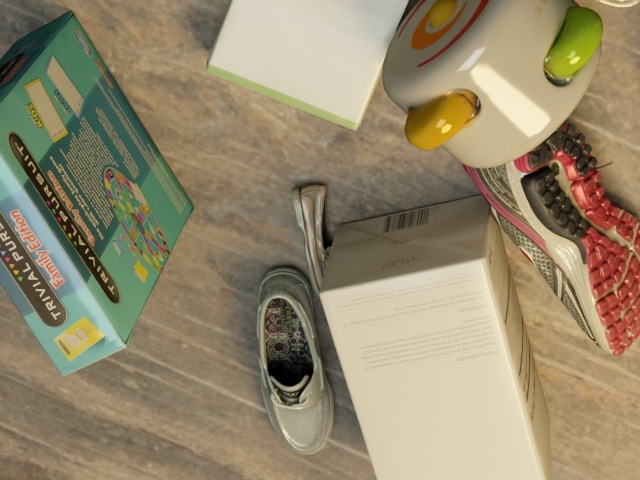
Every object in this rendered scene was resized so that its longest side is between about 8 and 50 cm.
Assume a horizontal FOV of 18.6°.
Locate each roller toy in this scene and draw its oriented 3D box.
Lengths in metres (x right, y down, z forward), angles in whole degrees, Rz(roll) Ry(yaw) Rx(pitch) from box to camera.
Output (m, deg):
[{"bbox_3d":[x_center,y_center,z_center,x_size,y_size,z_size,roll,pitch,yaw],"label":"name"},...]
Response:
[{"bbox_3d":[0.159,-0.180,1.891,0.146,0.191,0.209,40,102,-22],"label":"roller toy"}]

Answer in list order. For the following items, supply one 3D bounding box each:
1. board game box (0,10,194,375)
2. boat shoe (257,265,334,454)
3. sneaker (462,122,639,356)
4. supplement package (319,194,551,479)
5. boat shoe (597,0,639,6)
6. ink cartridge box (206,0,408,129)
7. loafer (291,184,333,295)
[{"bbox_3d":[-0.253,-0.056,1.939,0.079,0.336,0.254,-25,108,19],"label":"board game box"},{"bbox_3d":[-0.035,0.144,2.137,0.079,0.081,0.228,-4,113,10],"label":"boat shoe"},{"bbox_3d":[0.257,-0.007,2.021,0.112,0.121,0.299,1,132,47],"label":"sneaker"},{"bbox_3d":[0.128,0.129,2.054,0.177,0.175,0.293,-12,112,12],"label":"supplement package"},{"bbox_3d":[0.230,-0.299,1.876,0.206,0.065,0.075,34,105,-1],"label":"boat shoe"},{"bbox_3d":[0.002,-0.248,1.970,0.171,0.056,0.235,22,112,-2],"label":"ink cartridge box"},{"bbox_3d":[0.000,0.000,2.090,0.039,0.045,0.125,-12,109,6],"label":"loafer"}]
